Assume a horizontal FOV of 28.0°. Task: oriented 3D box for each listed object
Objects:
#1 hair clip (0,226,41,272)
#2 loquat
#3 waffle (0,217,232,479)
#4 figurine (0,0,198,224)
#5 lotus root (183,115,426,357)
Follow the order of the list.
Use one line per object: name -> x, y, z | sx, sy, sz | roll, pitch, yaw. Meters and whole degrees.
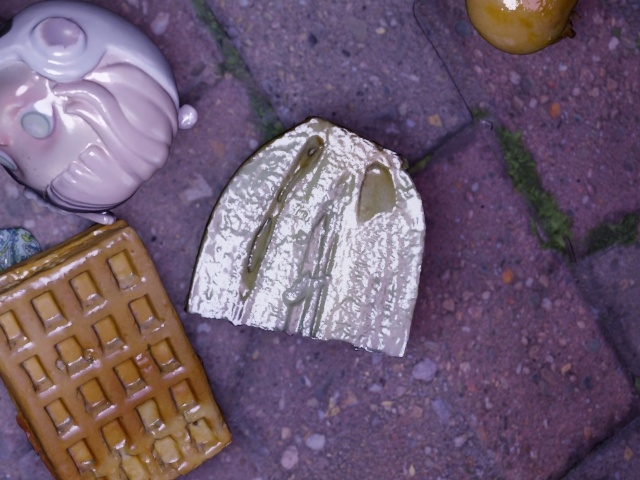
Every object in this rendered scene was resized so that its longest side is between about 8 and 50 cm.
hair clip -> -0.430, 0.042, 1.464 | 0.229, 0.036, 0.066 | -19, 110, -17
loquat -> 0.255, -0.308, 1.606 | 0.163, 0.137, 0.163 | 3, 80, -20
waffle -> -0.254, 0.158, 1.502 | 0.224, 0.098, 0.328 | -28, 111, -14
figurine -> -0.306, -0.188, 1.370 | 0.361, 0.253, 0.211 | 42, 66, -13
lotus root -> -0.009, -0.015, 1.556 | 0.267, 0.149, 0.260 | 11, 90, -3
